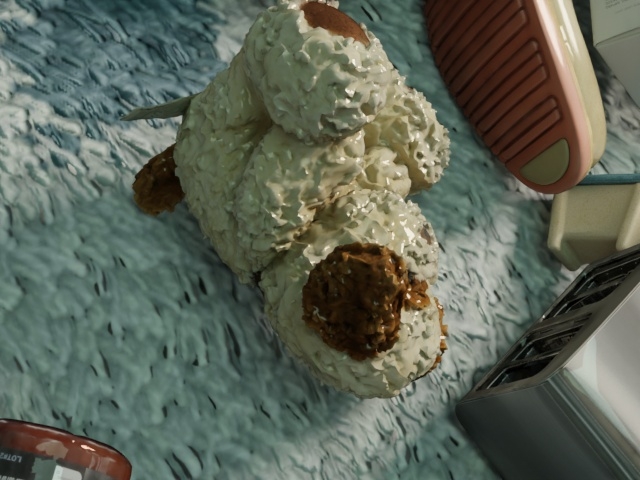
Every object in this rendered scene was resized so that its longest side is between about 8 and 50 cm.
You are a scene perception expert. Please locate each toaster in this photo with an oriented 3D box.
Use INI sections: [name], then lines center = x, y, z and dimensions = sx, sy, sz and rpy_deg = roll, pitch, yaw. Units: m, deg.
[toaster]
center = 0.202, 0.094, 0.846
dimensions = 0.168, 0.185, 0.110
rpy_deg = -43, 94, -23

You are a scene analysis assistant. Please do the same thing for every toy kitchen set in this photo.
[toy kitchen set]
center = 0.302, 0.000, 0.974
dimensions = 0.207, 0.166, 0.122
rpy_deg = 40, 61, -43

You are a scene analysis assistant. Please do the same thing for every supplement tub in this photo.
[supplement tub]
center = -0.185, 0.212, 0.731
dimensions = 0.106, 0.106, 0.198
rpy_deg = 17, 70, -12

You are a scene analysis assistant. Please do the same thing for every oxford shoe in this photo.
[oxford shoe]
center = 0.156, -0.231, 0.961
dimensions = 0.146, 0.140, 0.397
rpy_deg = -12, 79, -28

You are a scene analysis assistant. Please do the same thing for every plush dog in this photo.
[plush dog]
center = 0.000, 0.000, 0.814
dimensions = 0.210, 0.262, 0.225
rpy_deg = -31, 72, 10

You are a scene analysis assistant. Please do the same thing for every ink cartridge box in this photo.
[ink cartridge box]
center = 0.263, -0.197, 0.967
dimensions = 0.127, 0.072, 0.175
rpy_deg = 39, 45, -45
